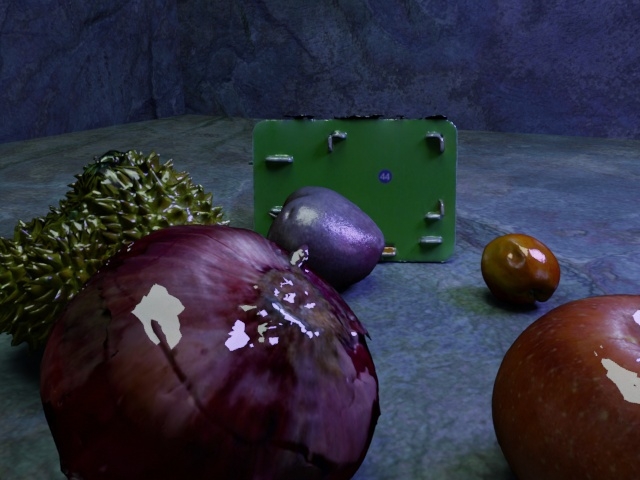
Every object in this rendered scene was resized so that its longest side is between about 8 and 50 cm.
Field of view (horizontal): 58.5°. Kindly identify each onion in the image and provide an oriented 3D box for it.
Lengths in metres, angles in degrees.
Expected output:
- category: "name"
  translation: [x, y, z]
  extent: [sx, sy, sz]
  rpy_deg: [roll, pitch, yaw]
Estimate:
- category: "onion"
  translation: [-0.080, 0.111, 0.432]
  extent: [0.252, 0.219, 0.252]
  rpy_deg: [26, 30, -16]

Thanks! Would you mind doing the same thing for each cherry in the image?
- category: "cherry"
  translation: [0.002, -0.001, 0.834]
  extent: [0.176, 0.140, 0.176]
  rpy_deg: [21, 25, -10]

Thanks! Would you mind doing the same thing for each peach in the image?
- category: "peach"
  translation: [0.268, 0.036, 0.772]
  extent: [0.100, 0.101, 0.101]
  rpy_deg: [0, 19, 0]

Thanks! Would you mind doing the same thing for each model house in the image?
- category: "model house"
  translation: [0.045, -0.087, 1.056]
  extent: [0.357, 0.243, 0.313]
  rpy_deg: [-2, 2, 0]

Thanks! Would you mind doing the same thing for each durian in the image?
- category: "durian"
  translation: [-0.219, 0.029, 0.647]
  extent: [0.291, 0.225, 0.291]
  rpy_deg: [-32, 23, 16]

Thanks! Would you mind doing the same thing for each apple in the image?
- category: "apple"
  translation: [0.226, 0.134, 0.409]
  extent: [0.201, 0.162, 0.201]
  rpy_deg: [5, 29, -3]
